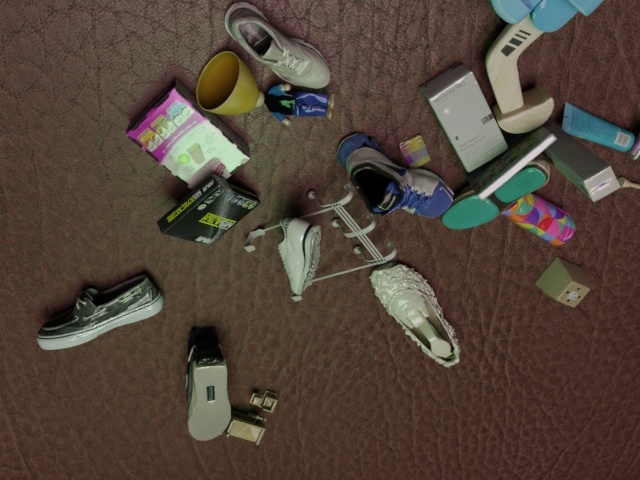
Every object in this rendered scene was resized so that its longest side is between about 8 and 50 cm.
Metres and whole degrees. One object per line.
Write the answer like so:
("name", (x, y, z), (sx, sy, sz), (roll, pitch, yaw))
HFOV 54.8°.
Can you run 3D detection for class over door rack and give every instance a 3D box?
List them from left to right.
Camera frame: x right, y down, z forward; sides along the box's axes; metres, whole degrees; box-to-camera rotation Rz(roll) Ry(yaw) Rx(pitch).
("over door rack", (0.000, 0.000, 1.595), (0.324, 0.108, 0.239), (-25, 125, 25))

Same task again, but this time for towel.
("towel", (0.236, -0.220, 1.534), (0.060, 0.009, 0.083), (-27, 124, 8))

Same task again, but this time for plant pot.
("plant pot", (-0.189, -0.325, 1.334), (0.134, 0.134, 0.095), (-45, 143, 19))
("plant pot", (0.713, 0.129, 1.793), (0.108, 0.096, 0.109), (21, 117, -21))

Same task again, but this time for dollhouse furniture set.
("dollhouse furniture set", (-0.252, 0.517, 1.913), (0.181, 0.101, 0.161), (24, 92, -22))

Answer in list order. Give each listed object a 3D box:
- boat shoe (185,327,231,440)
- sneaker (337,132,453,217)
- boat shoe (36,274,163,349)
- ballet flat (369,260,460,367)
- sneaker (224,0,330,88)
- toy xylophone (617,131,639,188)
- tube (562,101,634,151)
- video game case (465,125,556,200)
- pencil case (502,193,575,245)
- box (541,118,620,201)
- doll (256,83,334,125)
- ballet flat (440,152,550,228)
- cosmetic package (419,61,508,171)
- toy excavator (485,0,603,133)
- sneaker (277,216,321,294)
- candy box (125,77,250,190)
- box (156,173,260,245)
("boat shoe", (-0.324, 0.407, 1.768), (0.127, 0.158, 0.341), (0, 125, -18))
("sneaker", (0.179, -0.114, 1.485), (0.315, 0.182, 0.127), (26, 123, -22))
("boat shoe", (-0.583, 0.174, 1.608), (0.334, 0.121, 0.119), (-21, 117, -8))
("ballet flat", (0.293, 0.222, 1.764), (0.147, 0.147, 0.409), (-34, 121, 13))
("sneaker", (-0.086, -0.390, 1.300), (0.262, 0.121, 0.099), (27, 115, -25))
("toy xylophone", (0.931, -0.211, 1.614), (0.322, 0.081, 0.236), (6, 122, -13))
("tube", (0.690, -0.277, 1.544), (0.206, 0.080, 0.052), (16, 163, -19))
("video game case", (0.446, -0.198, 1.476), (0.212, 0.193, 0.023), (-42, 103, 18))
("pencil case", (0.567, -0.073, 1.636), (0.236, 0.104, 0.104), (27, 115, -26))
("box", (0.570, -0.193, 1.419), (0.067, 0.324, 0.063), (-33, 117, 11))
("doll", (-0.067, -0.308, 1.394), (0.188, 0.046, 0.129), (5, 150, -6))
("ballet flat", (0.442, -0.126, 1.557), (0.107, 0.106, 0.316), (43, 134, -19))
("cosmetic package", (0.341, -0.289, 1.461), (0.117, 0.086, 0.231), (-32, 124, 11))
("toy excavator", (0.437, -0.491, 1.294), (0.432, 0.223, 0.445), (30, 127, -23))
("sneaker", (-0.057, 0.037, 1.517), (0.094, 0.090, 0.235), (19, 133, 12))
("candy box", (-0.296, -0.226, 1.402), (0.159, 0.071, 0.233), (-38, 121, 16))
("box", (-0.262, -0.068, 1.471), (0.184, 0.045, 0.190), (-40, 157, 14))
